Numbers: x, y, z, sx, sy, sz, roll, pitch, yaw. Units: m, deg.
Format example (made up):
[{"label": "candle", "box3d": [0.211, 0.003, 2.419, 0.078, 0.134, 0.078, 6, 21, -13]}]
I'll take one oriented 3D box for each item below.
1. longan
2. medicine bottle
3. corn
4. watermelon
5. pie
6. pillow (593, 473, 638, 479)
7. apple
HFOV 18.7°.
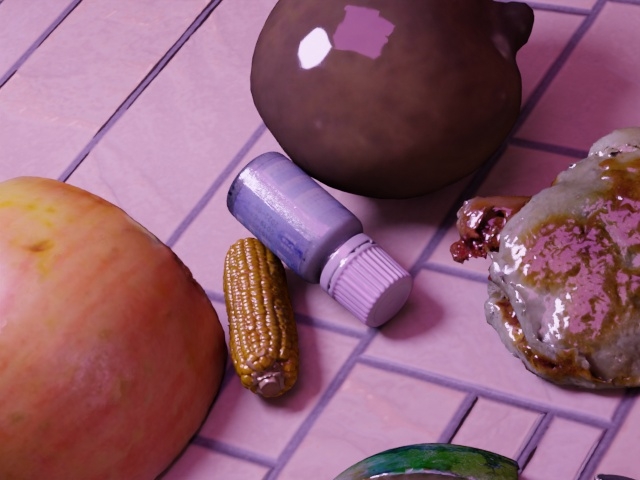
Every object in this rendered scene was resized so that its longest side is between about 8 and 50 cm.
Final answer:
[{"label": "longan", "box3d": [0.075, -0.178, 1.985, 0.300, 0.243, 0.300, -1, 66, 2]}, {"label": "medicine bottle", "box3d": [0.000, 0.000, 1.907, 0.083, 0.083, 0.203, -38, 62, -19]}, {"label": "corn", "box3d": [-0.060, 0.073, 1.899, 0.068, 0.068, 0.207, -16, 42, 5]}, {"label": "watermelon", "box3d": [0.070, 0.218, 1.676, 0.231, 0.128, 0.146, -8, 25, 18]}, {"label": "pie", "box3d": [0.280, 0.023, 1.805, 0.274, 0.105, 0.257, -26, 56, -2]}, {"label": "pillow", "box3d": [0.277, 0.243, 1.567, 0.055, 0.091, 0.136, -33, 39, 2]}, {"label": "apple", "box3d": [-0.279, 0.125, 1.854, 0.309, 0.314, 0.252, -50, 5, -37]}]
